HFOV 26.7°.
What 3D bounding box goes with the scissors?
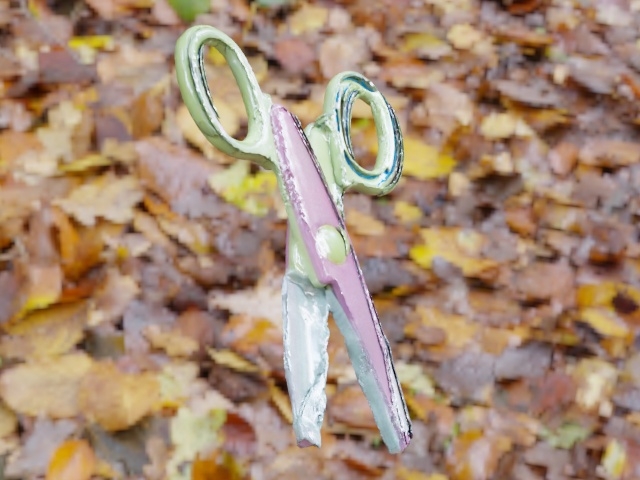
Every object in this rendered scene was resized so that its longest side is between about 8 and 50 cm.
[{"bbox_3d":[0.000,0.000,0.576,0.133,0.020,0.187,12,59,-42],"label":"scissors"}]
